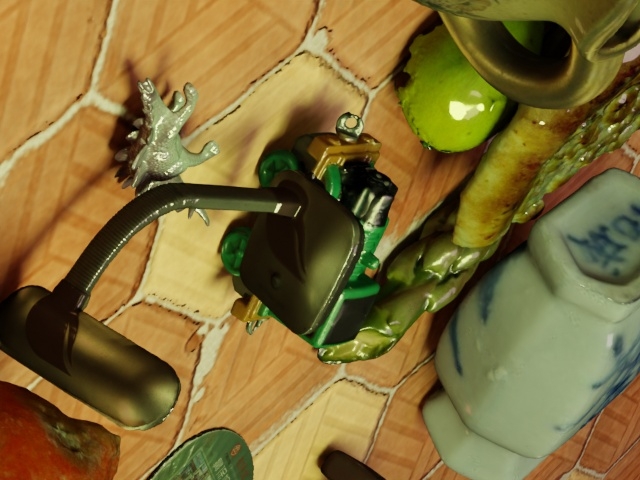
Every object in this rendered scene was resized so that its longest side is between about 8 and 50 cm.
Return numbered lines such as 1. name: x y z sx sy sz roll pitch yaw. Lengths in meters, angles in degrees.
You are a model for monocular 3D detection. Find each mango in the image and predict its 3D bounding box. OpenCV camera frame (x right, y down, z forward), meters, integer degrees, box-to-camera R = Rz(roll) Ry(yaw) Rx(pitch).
1. mango: 0.146 -0.160 1.752 0.178 0.100 0.119 -55 152 -9

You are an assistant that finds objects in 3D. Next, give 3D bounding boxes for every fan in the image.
1. fan: -0.163 0.288 1.881 0.294 0.012 0.223 -27 142 -43

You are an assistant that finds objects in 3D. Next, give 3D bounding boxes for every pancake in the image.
1. pancake: 0.281 -0.138 1.782 0.427 0.067 0.305 -43 160 7

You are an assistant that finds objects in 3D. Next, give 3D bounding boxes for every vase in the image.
1. vase: 0.166 -0.233 1.476 0.241 0.302 0.329 -39 151 -28

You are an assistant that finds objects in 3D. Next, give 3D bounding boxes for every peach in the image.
1. peach: -0.257 0.209 1.403 0.257 0.232 0.232 -19 141 -19

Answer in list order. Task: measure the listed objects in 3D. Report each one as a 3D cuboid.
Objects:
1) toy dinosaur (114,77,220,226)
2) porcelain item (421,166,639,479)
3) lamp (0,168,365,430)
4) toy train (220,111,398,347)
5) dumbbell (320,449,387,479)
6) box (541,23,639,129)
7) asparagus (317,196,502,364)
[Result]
1. toy dinosaur: -0.122 -0.063 1.505 0.082 0.039 0.209 -43 153 -12
2. porcelain item: 0.255 0.104 2.072 0.242 0.178 0.405 -36 163 -32
3. lamp: -0.082 0.042 1.470 0.283 0.203 0.124 -13 128 -37
4. toy train: 0.000 0.000 1.668 0.091 0.136 0.227 -6 130 -56
5. dumbbell: 0.003 0.349 2.074 0.225 0.140 0.124 -49 137 -6
6. box: 0.374 -0.246 1.934 0.359 0.091 0.350 -17 151 -47
7. asparagus: 0.113 0.031 1.947 0.287 0.080 0.080 -48 153 -19
